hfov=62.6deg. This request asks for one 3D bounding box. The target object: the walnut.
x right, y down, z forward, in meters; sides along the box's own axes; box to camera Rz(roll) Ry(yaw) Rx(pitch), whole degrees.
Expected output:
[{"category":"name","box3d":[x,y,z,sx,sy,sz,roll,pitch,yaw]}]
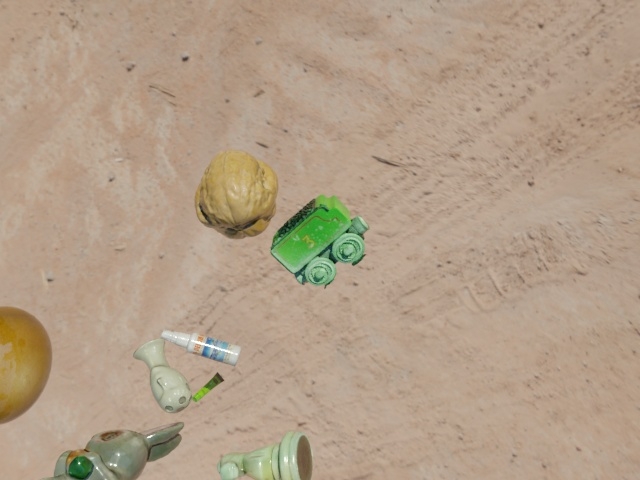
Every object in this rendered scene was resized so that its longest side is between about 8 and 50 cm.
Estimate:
[{"category":"walnut","box3d":[-0.236,-0.133,1.485,0.257,0.224,0.257,-6,55,9]}]

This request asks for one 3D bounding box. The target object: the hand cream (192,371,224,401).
[{"category":"hand cream","box3d":[-0.353,0.463,1.656,0.036,0.122,0.023,49,130,4]}]

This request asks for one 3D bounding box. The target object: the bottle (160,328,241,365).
[{"category":"bottle","box3d":[-0.328,0.288,1.444,0.217,0.060,0.060,17,101,-5]}]

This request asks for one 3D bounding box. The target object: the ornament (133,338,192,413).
[{"category":"ornament","box3d":[-0.324,0.284,1.090,0.074,0.081,0.156,-34,63,-7]}]

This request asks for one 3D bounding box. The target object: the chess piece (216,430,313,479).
[{"category":"chess piece","box3d":[-0.182,0.673,1.583,0.298,0.176,0.176,-12,89,16]}]

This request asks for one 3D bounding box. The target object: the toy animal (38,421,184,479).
[{"category":"toy animal","box3d":[-0.308,0.337,0.759,0.127,0.251,0.125,-41,87,31]}]

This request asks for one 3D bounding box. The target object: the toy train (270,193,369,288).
[{"category":"toy train","box3d":[0.000,0.000,1.359,0.243,0.132,0.188,-39,109,15]}]

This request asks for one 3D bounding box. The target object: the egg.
[{"category":"egg","box3d":[-0.967,0.373,1.590,0.282,0.282,0.351,-8,75,22]}]
